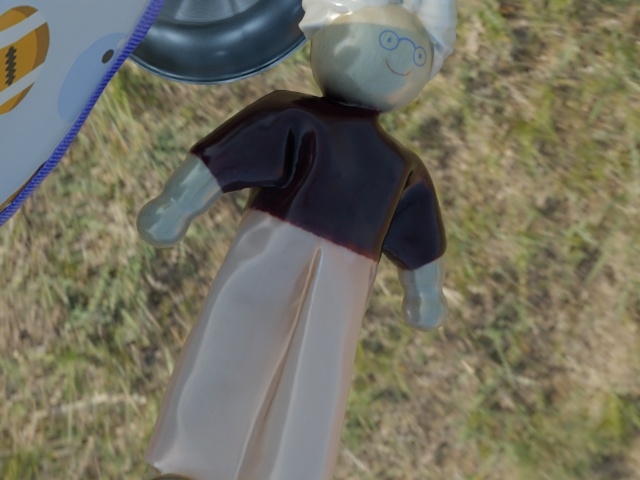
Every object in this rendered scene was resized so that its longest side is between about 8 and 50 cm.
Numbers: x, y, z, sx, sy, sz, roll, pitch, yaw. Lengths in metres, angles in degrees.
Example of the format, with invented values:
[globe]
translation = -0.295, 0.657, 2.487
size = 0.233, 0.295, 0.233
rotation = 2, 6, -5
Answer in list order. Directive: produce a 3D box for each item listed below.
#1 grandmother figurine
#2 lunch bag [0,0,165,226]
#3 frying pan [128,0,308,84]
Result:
[grandmother figurine]
translation = 0.000, 0.000, 0.938
size = 0.208, 0.104, 0.342
rotation = 24, 79, -45
[lunch bag]
translation = -0.271, -0.065, 0.623
size = 0.385, 0.328, 0.239
rotation = -26, 82, 16
[frying pan]
translation = -0.056, -0.271, 1.333
size = 0.197, 0.053, 0.326
rotation = 22, 74, 16
